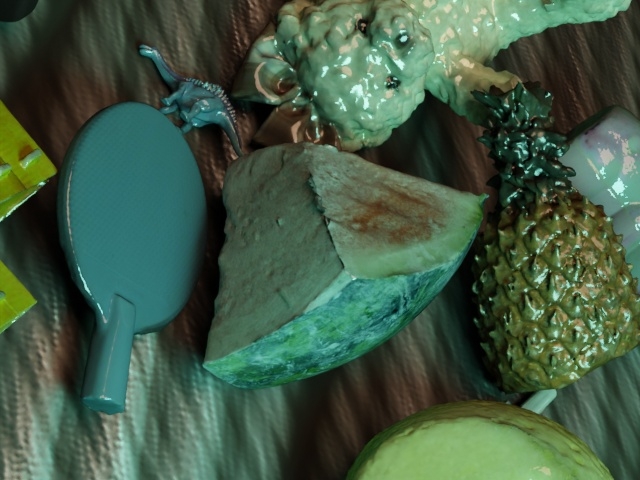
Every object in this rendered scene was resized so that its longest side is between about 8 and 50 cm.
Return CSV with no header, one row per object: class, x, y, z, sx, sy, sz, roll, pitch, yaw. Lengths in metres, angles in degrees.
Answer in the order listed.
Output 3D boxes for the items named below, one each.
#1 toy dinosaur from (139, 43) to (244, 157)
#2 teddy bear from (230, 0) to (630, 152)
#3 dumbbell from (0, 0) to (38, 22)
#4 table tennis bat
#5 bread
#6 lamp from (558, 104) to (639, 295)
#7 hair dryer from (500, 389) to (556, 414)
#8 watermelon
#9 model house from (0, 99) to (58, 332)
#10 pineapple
toy dinosaur,-0.141,-0.152,1.400,0.197,0.045,0.080,43,49,4
teddy bear,0.131,-0.261,1.456,0.362,0.375,0.327,-39,103,-52
dumbbell,-0.298,-0.345,1.336,0.124,0.140,0.225,40,51,0
table tennis bat,-0.192,0.012,1.242,0.215,0.044,0.329,40,49,-48
bread,0.169,0.317,1.242,0.320,0.237,0.321,-2,74,7
lamp,0.432,-0.033,1.579,0.301,0.247,0.247,52,14,-2
hair dryer,0.249,0.214,1.473,0.137,0.047,0.082,-35,89,-45
watermelon,0.000,0.000,1.328,0.387,0.228,0.258,-30,76,-43
model house,-0.330,-0.034,1.047,0.300,0.340,0.323,48,48,-6
pineapple,0.254,-0.009,1.442,0.202,0.202,0.362,-17,93,-36
